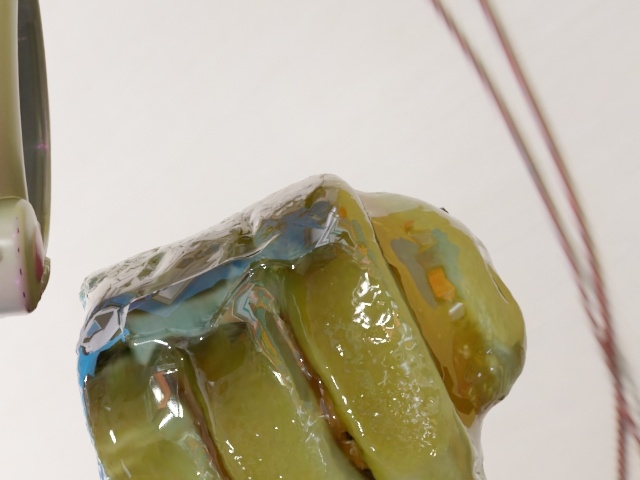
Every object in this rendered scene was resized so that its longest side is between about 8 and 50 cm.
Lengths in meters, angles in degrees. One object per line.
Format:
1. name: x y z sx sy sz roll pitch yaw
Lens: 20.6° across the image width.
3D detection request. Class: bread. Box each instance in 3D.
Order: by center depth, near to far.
1. bread: -0.021 0.092 1.313 0.341 0.210 0.301 -20 55 17

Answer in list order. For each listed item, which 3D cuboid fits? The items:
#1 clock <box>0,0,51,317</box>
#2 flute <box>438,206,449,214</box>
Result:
1. clock: -0.235 -0.087 1.176 0.309 0.114 0.284 168 98 -86
2. flute: 0.000 0.000 1.810 0.269 0.014 0.014 -13 103 9
